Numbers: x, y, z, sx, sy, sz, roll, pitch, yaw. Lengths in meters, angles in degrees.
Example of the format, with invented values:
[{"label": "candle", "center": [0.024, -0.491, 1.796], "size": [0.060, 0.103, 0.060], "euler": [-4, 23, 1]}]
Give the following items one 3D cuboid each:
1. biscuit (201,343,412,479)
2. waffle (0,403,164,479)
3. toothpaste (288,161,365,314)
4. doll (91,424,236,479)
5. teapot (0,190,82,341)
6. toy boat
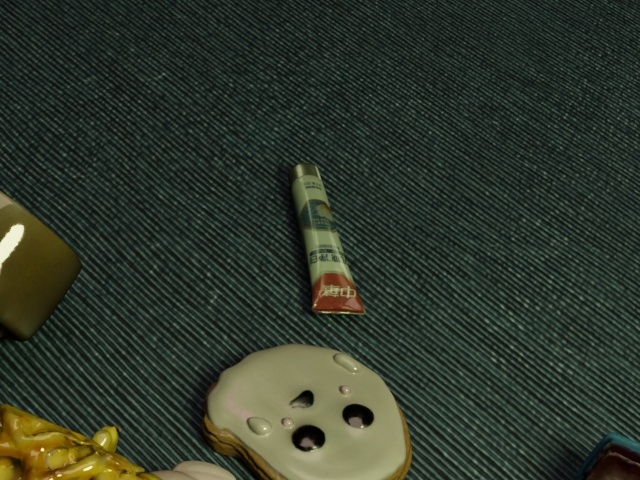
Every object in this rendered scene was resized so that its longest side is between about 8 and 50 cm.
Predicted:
[{"label": "biscuit", "center": [-0.006, 0.174, 1.311], "size": [0.208, 0.049, 0.181], "euler": [34, 47, 29]}, {"label": "waffle", "center": [-0.244, 0.267, 1.029], "size": [0.324, 0.151, 0.261], "euler": [24, 78, 12]}, {"label": "toothpaste", "center": [0.000, 0.000, 1.523], "size": [0.062, 0.039, 0.239], "euler": [4, 42, -17]}, {"label": "doll", "center": [-0.060, 0.284, 1.139], "size": [0.365, 0.094, 0.160], "euler": [22, 45, 16]}, {"label": "teapot", "center": [-0.363, 0.037, 1.324], "size": [0.175, 0.185, 0.268], "euler": [-52, 32, -15]}, {"label": "toy boat", "center": [0.338, 0.269, 1.240], "size": [0.223, 0.100, 0.097], "euler": [38, 12, 22]}]
